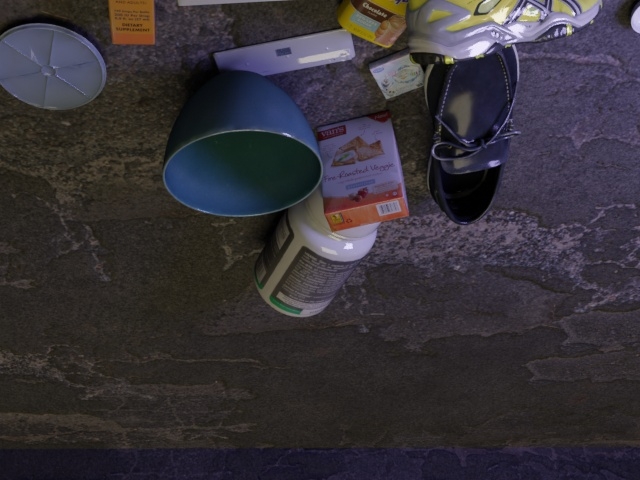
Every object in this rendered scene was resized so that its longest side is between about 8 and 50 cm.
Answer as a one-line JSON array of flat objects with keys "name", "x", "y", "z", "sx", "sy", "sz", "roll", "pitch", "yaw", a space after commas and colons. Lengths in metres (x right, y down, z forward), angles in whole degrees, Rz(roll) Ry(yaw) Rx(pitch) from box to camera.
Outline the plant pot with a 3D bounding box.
[{"name": "plant pot", "x": -0.148, "y": -0.199, "z": 1.556, "sx": 0.290, "sy": 0.195, "sz": 0.290, "roll": -5, "pitch": 152, "yaw": -3}]

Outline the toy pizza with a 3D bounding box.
[{"name": "toy pizza", "x": -0.491, "y": -0.317, "z": 1.508, "sx": 0.201, "sy": 0.032, "sz": 0.201, "roll": -4, "pitch": 143, "yaw": -3}]

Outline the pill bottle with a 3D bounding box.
[{"name": "pill bottle", "x": 0.000, "y": 0.000, "z": 1.850, "sx": 0.204, "sy": 0.204, "sz": 0.361, "roll": 11, "pitch": 141, "yaw": -20}]

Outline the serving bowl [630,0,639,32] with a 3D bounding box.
[{"name": "serving bowl", "x": 0.600, "y": -0.415, "z": 1.506, "sx": 0.083, "sy": 0.027, "sz": 0.083, "roll": -3, "pitch": 144, "yaw": -2}]

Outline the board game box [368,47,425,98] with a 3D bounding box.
[{"name": "board game box", "x": 0.150, "y": -0.319, "z": 1.590, "sx": 0.090, "sy": 0.020, "sz": 0.090, "roll": -18, "pitch": 144, "yaw": 17}]

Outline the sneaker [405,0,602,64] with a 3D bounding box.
[{"name": "sneaker", "x": 0.309, "y": -0.393, "z": 1.353, "sx": 0.384, "sy": 0.145, "sz": 0.147, "roll": -21, "pitch": 110, "yaw": -26}]

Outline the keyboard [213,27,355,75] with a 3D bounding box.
[{"name": "keyboard", "x": -0.066, "y": -0.343, "z": 1.542, "sx": 0.256, "sy": 0.014, "sz": 0.072, "roll": -10, "pitch": 138, "yaw": 6}]

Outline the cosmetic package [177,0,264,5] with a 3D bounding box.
[{"name": "cosmetic package", "x": -0.043, "y": -0.493, "z": 1.186, "sx": 0.377, "sy": 0.097, "sz": 0.284, "roll": -1, "pitch": 133, "yaw": 8}]

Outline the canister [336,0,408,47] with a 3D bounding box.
[{"name": "canister", "x": 0.120, "y": -0.418, "z": 1.410, "sx": 0.126, "sy": 0.073, "sz": 0.170, "roll": 16, "pitch": 140, "yaw": -27}]

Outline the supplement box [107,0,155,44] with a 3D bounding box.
[{"name": "supplement box", "x": -0.307, "y": -0.429, "z": 1.341, "sx": 0.078, "sy": 0.080, "sz": 0.233, "roll": -1, "pitch": 141, "yaw": -9}]

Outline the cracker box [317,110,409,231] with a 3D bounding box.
[{"name": "cracker box", "x": 0.081, "y": -0.139, "z": 1.646, "sx": 0.155, "sy": 0.232, "sz": 0.067, "roll": -13, "pitch": 142, "yaw": 10}]

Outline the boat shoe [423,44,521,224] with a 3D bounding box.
[{"name": "boat shoe", "x": 0.297, "y": -0.213, "z": 1.627, "sx": 0.187, "sy": 0.156, "sz": 0.500, "roll": -8, "pitch": 144, "yaw": -4}]
